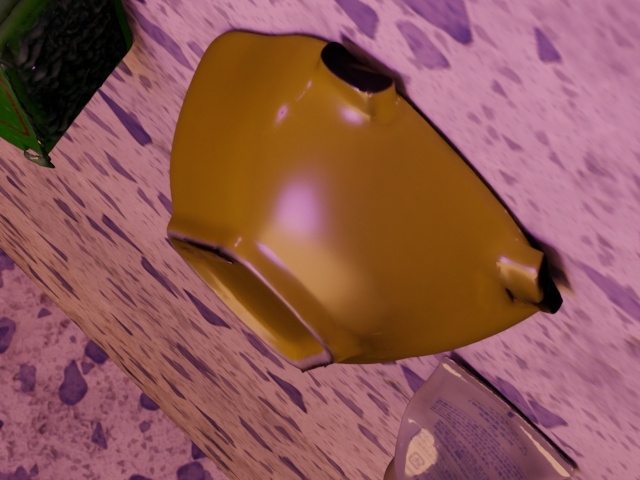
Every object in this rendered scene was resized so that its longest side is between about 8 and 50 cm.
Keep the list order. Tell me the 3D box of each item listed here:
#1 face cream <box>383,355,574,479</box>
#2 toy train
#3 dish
[{"bbox_3d":[0.105,0.149,1.246,0.114,0.070,0.224,42,155,6],"label":"face cream"},{"bbox_3d":[-0.218,-0.158,1.099,0.188,0.132,0.243,33,165,12],"label":"toy train"},{"bbox_3d":[0.000,0.000,0.949,0.221,0.108,0.262,46,168,-13],"label":"dish"}]
